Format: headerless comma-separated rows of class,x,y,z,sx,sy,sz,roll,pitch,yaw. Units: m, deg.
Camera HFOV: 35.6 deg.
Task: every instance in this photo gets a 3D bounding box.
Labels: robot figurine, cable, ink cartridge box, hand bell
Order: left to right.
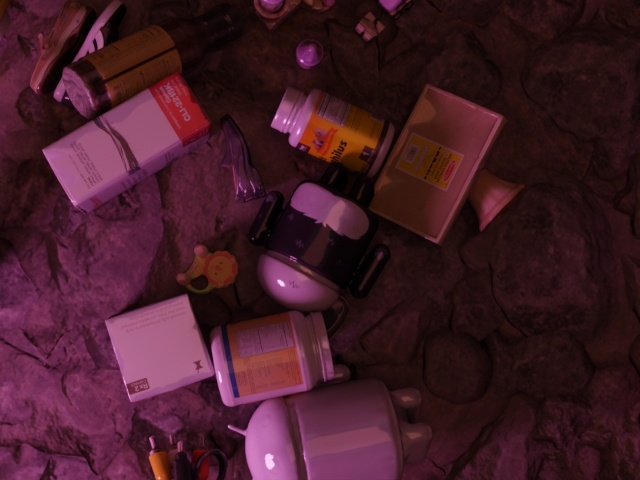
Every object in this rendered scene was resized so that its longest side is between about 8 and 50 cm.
ink cartridge box,-0.338,-0.169,1.770,0.273,0.197,0.114,-33,91,-8
cable,-0.235,0.484,1.787,0.139,0.072,0.287,3,68,-19
robot figurine,-0.001,0.000,1.825,0.173,0.209,0.278,34,82,-42
robot figurine,0.018,0.362,1.794,0.353,0.199,0.300,-9,52,-8
hand bell,0.264,-0.141,1.912,0.242,0.126,0.126,44,83,9

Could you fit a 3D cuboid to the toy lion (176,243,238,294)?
toy lion,-0.206,0.059,1.865,0.096,0.034,0.100,34,84,-13

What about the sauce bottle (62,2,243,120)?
sauce bottle,-0.291,-0.330,1.789,0.344,0.111,0.111,-31,92,-29

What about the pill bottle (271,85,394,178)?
pill bottle,0.021,-0.206,1.859,0.215,0.117,0.117,24,85,-6

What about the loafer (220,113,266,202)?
loafer,-0.158,-0.152,1.863,0.061,0.062,0.170,-22,89,-3

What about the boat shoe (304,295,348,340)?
boat shoe,-0.027,0.178,1.864,0.206,0.065,0.075,-38,93,-7

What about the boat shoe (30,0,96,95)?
boat shoe,-0.487,-0.356,1.832,0.072,0.068,0.190,26,75,6

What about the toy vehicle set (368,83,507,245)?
toy vehicle set,0.213,-0.143,1.869,0.166,0.035,0.267,28,93,22

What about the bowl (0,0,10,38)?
bowl,-0.639,-0.415,1.745,0.289,0.289,0.156,-42,136,-7

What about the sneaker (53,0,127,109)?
sneaker,-0.385,-0.324,1.837,0.121,0.079,0.217,31,90,-11

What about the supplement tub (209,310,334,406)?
supplement tub,-0.085,0.204,1.752,0.200,0.144,0.144,-11,89,-5

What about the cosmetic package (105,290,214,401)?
cosmetic package,-0.283,0.184,1.771,0.151,0.184,0.151,-18,90,-8

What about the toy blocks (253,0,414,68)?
toy blocks,0.002,-0.492,1.796,0.288,0.260,0.309,-43,93,-7
